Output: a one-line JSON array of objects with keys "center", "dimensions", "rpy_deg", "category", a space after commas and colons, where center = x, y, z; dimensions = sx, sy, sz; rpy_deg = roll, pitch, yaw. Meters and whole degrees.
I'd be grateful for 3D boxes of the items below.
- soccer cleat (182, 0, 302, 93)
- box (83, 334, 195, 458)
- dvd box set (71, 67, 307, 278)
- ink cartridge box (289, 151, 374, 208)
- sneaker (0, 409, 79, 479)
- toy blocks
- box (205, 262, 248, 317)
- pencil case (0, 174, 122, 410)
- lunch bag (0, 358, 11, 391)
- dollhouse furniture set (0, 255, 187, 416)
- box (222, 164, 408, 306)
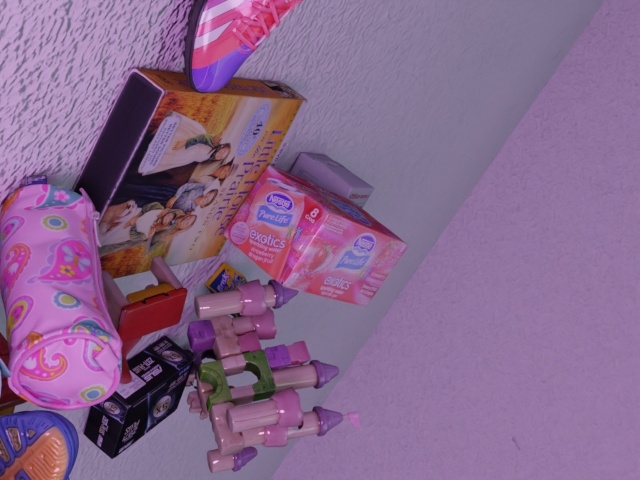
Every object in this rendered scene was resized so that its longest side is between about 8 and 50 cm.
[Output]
[{"center": [-0.064, -0.316, 1.218], "dimensions": [0.318, 0.116, 0.108], "rpy_deg": [-63, 162, 7], "category": "soccer cleat"}, {"center": [-0.324, 0.279, 1.778], "dimensions": [0.180, 0.077, 0.147], "rpy_deg": [-34, 155, -49], "category": "box"}, {"center": [-0.196, -0.092, 1.433], "dimensions": [0.308, 0.062, 0.420], "rpy_deg": [-59, 163, 17], "category": "dvd box set"}, {"center": [-0.007, -0.062, 1.891], "dimensions": [0.176, 0.127, 0.128], "rpy_deg": [-60, 162, 15], "category": "ink cartridge box"}, {"center": [-0.332, 0.258, 1.105], "dimensions": [0.296, 0.112, 0.131], "rpy_deg": [-43, 168, 37], "category": "sneaker"}, {"center": [-0.092, 0.251, 1.822], "dimensions": [0.260, 0.289, 0.309], "rpy_deg": [-9, 150, -21], "category": "toy blocks"}, {"center": [-0.167, 0.102, 1.903], "dimensions": [0.059, 0.054, 0.169], "rpy_deg": [-50, 162, -11], "category": "box"}, {"center": [-0.290, 0.052, 1.096], "dimensions": [0.124, 0.284, 0.124], "rpy_deg": [-10, 131, -12], "category": "pencil case"}, {"center": [-0.426, 0.128, 0.949], "dimensions": [0.160, 0.223, 0.262], "rpy_deg": [-33, 154, -55], "category": "lunch bag"}, {"center": [-0.339, 0.182, 1.267], "dimensions": [0.374, 0.152, 0.201], "rpy_deg": [-17, 142, -39], "category": "dollhouse furniture set"}, {"center": [0.000, 0.000, 1.667], "dimensions": [0.142, 0.154, 0.300], "rpy_deg": [-55, 150, 9], "category": "box"}]
